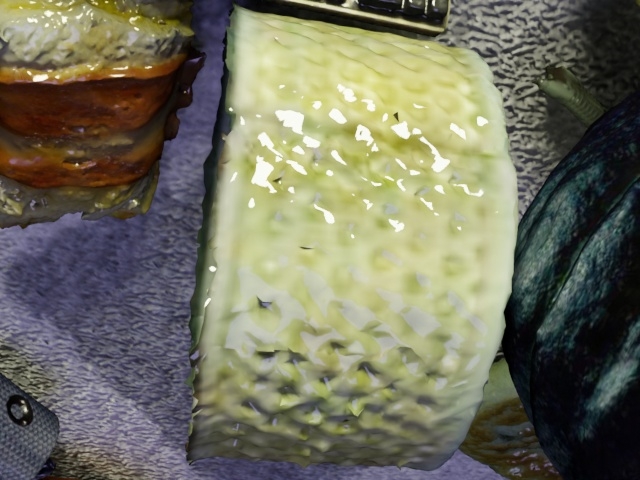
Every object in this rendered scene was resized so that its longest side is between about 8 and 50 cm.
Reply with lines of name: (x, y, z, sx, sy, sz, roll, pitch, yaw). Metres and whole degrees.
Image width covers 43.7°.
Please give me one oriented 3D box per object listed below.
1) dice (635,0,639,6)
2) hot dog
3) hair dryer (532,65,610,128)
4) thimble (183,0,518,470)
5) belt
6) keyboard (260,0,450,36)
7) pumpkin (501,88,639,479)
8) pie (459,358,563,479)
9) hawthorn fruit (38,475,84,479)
dice: (0.227, -0.210, 0.380, 0.169, 0.166, 0.169, -16, 128, 11)
hot dog: (-0.157, -0.095, 0.517, 0.146, 0.103, 0.213, 0, 142, -29)
hair dryer: (0.247, -0.001, 0.627, 0.267, 0.092, 0.229, 20, 133, 1)
thimble: (0.000, 0.000, 0.490, 0.150, 0.271, 0.271, 6, 129, -9)
belt: (-0.347, 0.206, 0.727, 0.230, 0.140, 0.126, -28, 124, 18)
keyboard: (-0.074, -0.192, 0.438, 0.316, 0.106, 0.027, 8, 168, -10)
pumpkin: (0.264, 0.064, 0.392, 0.363, 0.363, 0.266, 27, 113, -21)
pie: (0.231, 0.169, 0.739, 0.240, 0.054, 0.241, 3, 143, 2)
hawthorn fruit: (-0.245, 0.357, 0.822, 0.210, 0.211, 0.262, -38, 134, 26)
